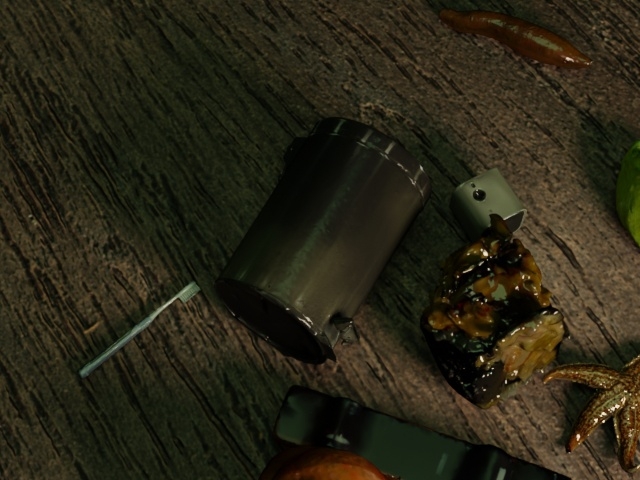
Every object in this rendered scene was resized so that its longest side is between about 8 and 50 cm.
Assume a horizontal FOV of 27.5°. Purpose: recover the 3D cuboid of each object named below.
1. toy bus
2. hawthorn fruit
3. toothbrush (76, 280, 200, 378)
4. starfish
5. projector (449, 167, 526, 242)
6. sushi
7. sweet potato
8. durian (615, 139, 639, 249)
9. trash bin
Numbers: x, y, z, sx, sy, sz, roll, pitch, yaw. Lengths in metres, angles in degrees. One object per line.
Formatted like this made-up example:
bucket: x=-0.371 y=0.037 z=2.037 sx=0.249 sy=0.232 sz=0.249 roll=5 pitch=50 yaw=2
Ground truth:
toy bus: x=0.136 y=0.305 z=1.788 sx=0.408 sy=0.092 sz=0.093 roll=18 pitch=64 yaw=8
hawthorn fruit: x=0.028 y=0.380 z=1.693 sx=0.260 sy=0.224 sz=0.224 roll=26 pitch=63 yaw=-24
toothbrush: x=-0.264 y=0.131 z=1.910 sx=0.219 sy=0.016 sz=0.019 roll=-38 pitch=79 yaw=-17
starfish: x=0.430 y=0.219 z=1.852 sx=0.213 sy=0.057 sz=0.238 roll=36 pitch=70 yaw=7
projector: x=0.250 y=-0.047 z=1.958 sx=0.083 sy=0.083 sz=0.082 roll=-26 pitch=68 yaw=-13
sushi: x=0.240 y=0.096 z=1.832 sx=0.213 sy=0.200 sz=0.204 roll=-28 pitch=61 yaw=-19
sweet potato: x=0.317 y=-0.333 z=2.111 sx=0.264 sy=0.057 sz=0.057 roll=25 pitch=67 yaw=15
durian: x=0.514 y=-0.042 z=1.955 sx=0.139 sy=0.101 sz=0.250 roll=-8 pitch=59 yaw=-44
trash bin: x=0.000 y=0.000 z=1.873 sx=0.252 sy=0.203 sz=0.301 roll=20 pitch=66 yaw=29
